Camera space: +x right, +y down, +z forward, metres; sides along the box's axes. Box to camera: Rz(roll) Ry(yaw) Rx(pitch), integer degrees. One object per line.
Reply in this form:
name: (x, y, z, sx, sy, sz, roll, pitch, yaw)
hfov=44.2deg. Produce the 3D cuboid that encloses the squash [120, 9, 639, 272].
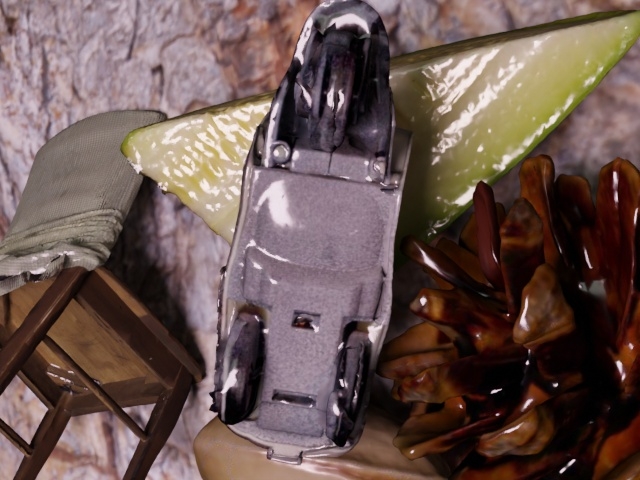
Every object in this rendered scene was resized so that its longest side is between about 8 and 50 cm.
squash: (0.035, -0.104, 0.536, 0.203, 0.111, 0.289, 42, 111, -3)

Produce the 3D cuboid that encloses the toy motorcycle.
toy motorcycle: (0.000, 0.000, 0.437, 0.090, 0.157, 0.263, 10, 111, 5)

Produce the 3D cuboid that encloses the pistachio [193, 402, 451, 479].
pistachio: (0.003, 0.155, 0.542, 0.185, 0.126, 0.108, 7, 68, 15)

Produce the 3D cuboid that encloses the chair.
chair: (-0.199, 0.060, 0.643, 0.160, 0.319, 0.186, -15, 126, 27)

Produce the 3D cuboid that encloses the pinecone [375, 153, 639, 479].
pinecone: (0.137, 0.061, 0.435, 0.228, 0.202, 0.201, -26, 109, 24)
